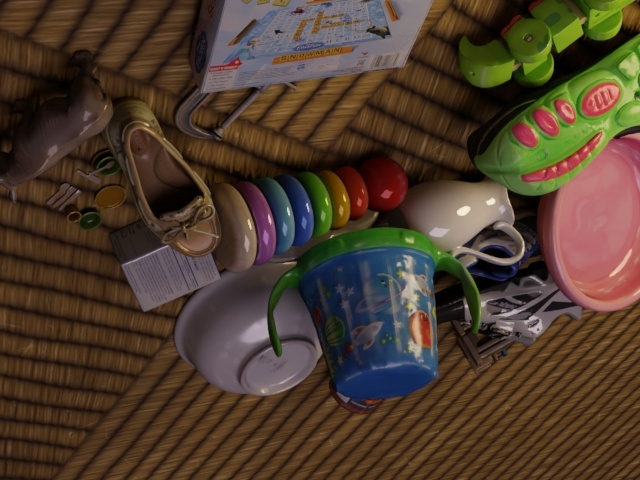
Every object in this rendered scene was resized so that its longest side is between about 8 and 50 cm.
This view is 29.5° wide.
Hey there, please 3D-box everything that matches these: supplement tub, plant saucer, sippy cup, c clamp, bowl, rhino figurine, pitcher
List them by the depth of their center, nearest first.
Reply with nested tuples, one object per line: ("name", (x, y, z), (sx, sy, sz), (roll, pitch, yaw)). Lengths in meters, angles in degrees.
("rhino figurine", (-0.370, -0.134, 1.601), (0.243, 0.106, 0.073), (-39, 141, 11))
("c clamp", (-0.126, -0.197, 1.753), (0.161, 0.022, 0.137), (-40, 141, 12))
("sippy cup", (0.088, 0.129, 1.943), (0.306, 0.224, 0.240), (-22, 151, 25))
("pitcher", (0.233, -0.024, 2.052), (0.207, 0.177, 0.125), (-16, 163, -19))
("bowl", (-0.093, 0.173, 2.101), (0.298, 0.134, 0.297), (-18, 141, -15))
("plant saucer", (0.504, -0.041, 2.175), (0.332, 0.084, 0.332), (-7, 103, -34))
("supplement tub", (0.104, 0.232, 2.314), (0.106, 0.106, 0.198), (7, 129, -37))

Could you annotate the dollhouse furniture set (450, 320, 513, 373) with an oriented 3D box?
("dollhouse furniture set", (0.329, 0.167, 2.393), (0.129, 0.129, 0.183), (-29, 166, -1))

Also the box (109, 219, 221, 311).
("box", (-0.240, 0.025, 1.890), (0.137, 0.072, 0.126), (-23, 141, -7))

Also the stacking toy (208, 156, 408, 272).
("stacking toy", (-0.011, -0.056, 1.913), (0.330, 0.141, 0.141), (-16, 141, -26))

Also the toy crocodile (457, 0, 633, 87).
("toy crocodile", (0.366, -0.338, 1.851), (0.341, 0.105, 0.115), (-34, 158, 1))

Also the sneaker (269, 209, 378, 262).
("sneaker", (0.000, 0.000, 2.019), (0.212, 0.080, 0.094), (-20, 153, -13))

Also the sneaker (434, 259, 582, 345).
("sneaker", (0.335, 0.135, 2.231), (0.331, 0.122, 0.146), (-13, 99, -7))

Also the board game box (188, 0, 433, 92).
("board game box", (0.007, -0.334, 1.598), (0.319, 0.065, 0.318), (-10, 151, -23))

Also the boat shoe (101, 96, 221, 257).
("boat shoe", (-0.221, -0.071, 1.731), (0.105, 0.089, 0.285), (-35, 127, -4))

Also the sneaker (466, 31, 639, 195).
("sneaker", (0.436, -0.229, 1.966), (0.483, 0.202, 0.185), (-23, 110, -24))

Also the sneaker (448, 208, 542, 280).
("sneaker", (0.336, 0.022, 2.205), (0.297, 0.131, 0.111), (-5, 134, -30))

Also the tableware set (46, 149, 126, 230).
("tableware set", (-0.314, -0.076, 1.770), (0.154, 0.024, 0.104), (-41, 141, 14))
